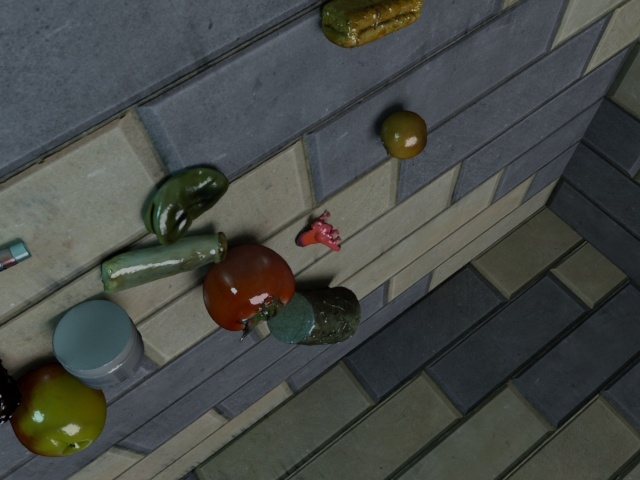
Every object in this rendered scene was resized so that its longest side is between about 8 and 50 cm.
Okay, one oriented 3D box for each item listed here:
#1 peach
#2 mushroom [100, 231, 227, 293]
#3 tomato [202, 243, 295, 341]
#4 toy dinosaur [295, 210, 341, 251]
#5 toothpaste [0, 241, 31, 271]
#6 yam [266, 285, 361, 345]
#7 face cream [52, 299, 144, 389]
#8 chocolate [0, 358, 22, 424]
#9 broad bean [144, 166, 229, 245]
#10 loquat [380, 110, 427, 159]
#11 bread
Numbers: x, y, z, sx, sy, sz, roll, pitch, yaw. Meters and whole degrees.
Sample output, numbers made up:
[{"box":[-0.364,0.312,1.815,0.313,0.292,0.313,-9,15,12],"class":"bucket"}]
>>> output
[{"box":[-0.654,0.420,1.310,0.231,0.231,0.231,-32,154,-18],"class":"peach"},{"box":[-0.363,0.044,1.264,0.312,0.081,0.099,-16,143,-33],"class":"mushroom"},{"box":[-0.199,0.132,1.457,0.256,0.224,0.255,-33,158,-15],"class":"tomato"},{"box":[-0.007,0.002,1.720,0.139,0.070,0.286,-28,157,-2],"class":"toy dinosaur"},{"box":[-0.639,0.062,0.960,0.205,0.036,0.056,-28,154,-17],"class":"toothpaste"},{"box":[-0.017,0.276,1.948,0.348,0.241,0.241,6,129,-54],"class":"yam"},{"box":[-0.524,0.251,1.258,0.177,0.177,0.152,-31,156,-20],"class":"face cream"},{"box":[-0.743,0.319,1.155,0.156,0.156,0.133,-16,121,-42],"class":"chocolate"},{"box":[-0.299,-0.086,1.166,0.206,0.072,0.153,-47,159,-13],"class":"broad bean"},{"box":[0.233,-0.293,1.468,0.141,0.141,0.141,-32,154,-18],"class":"loquat"},{"box":[0.106,-0.455,1.063,0.211,0.114,0.083,-30,137,-21],"class":"bread"}]
